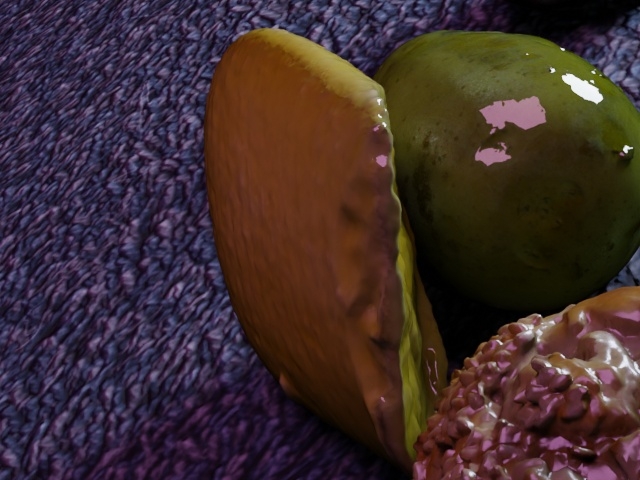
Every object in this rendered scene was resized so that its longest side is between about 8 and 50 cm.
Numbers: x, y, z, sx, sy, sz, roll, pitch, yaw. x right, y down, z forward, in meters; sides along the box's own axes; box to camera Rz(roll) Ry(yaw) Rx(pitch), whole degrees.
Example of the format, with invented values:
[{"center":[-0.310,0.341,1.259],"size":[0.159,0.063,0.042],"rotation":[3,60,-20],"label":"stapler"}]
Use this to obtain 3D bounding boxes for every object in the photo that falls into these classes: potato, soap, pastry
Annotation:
[{"center":[0.137,-0.060,1.567],"size":[0.216,0.216,0.304],"rotation":[-38,38,-14],"label":"potato"},{"center":[0.003,-0.001,1.506],"size":[0.115,0.306,0.427],"rotation":[-16,21,-17],"label":"soap"},{"center":[0.194,0.125,1.266],"size":[0.311,0.162,0.255],"rotation":[-16,29,21],"label":"pastry"}]

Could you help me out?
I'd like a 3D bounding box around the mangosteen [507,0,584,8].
[{"center":[0.243,-0.329,1.902],"size":[0.265,0.228,0.228],"rotation":[24,58,40],"label":"mangosteen"}]
